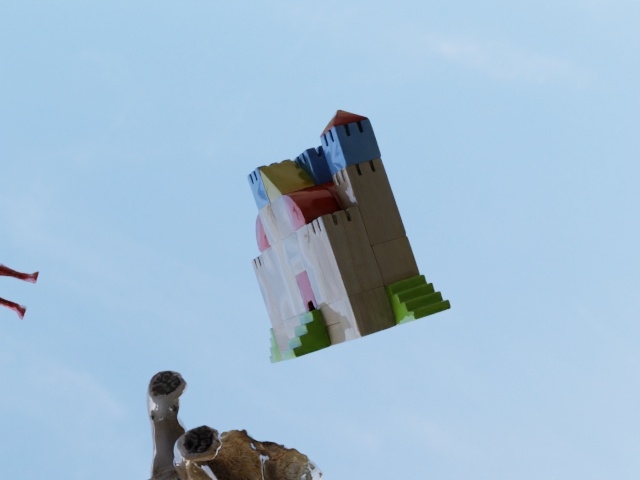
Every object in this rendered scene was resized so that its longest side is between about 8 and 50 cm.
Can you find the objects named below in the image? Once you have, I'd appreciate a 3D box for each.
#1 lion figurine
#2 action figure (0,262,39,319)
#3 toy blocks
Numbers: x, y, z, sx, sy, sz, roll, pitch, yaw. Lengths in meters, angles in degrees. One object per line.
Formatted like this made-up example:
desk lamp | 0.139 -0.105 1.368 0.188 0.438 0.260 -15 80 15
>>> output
lion figurine | -0.164 0.272 0.934 0.392 0.240 0.142 -28 -135 -22
action figure | -0.558 0.036 1.601 0.280 0.091 0.139 19 174 -13
toy blocks | 0.000 0.000 1.372 0.191 0.381 0.261 -16 -96 -22
